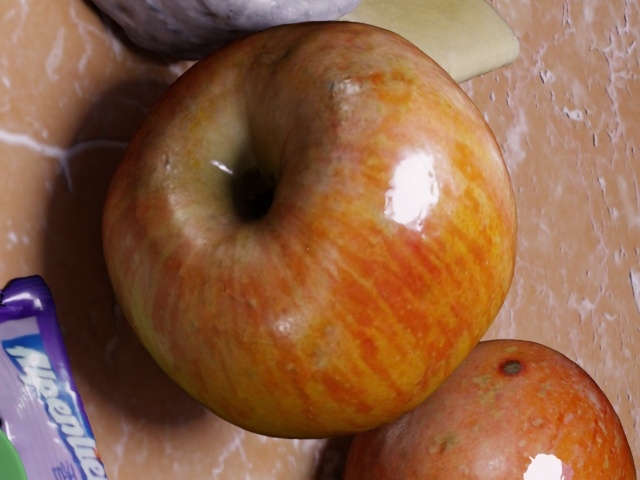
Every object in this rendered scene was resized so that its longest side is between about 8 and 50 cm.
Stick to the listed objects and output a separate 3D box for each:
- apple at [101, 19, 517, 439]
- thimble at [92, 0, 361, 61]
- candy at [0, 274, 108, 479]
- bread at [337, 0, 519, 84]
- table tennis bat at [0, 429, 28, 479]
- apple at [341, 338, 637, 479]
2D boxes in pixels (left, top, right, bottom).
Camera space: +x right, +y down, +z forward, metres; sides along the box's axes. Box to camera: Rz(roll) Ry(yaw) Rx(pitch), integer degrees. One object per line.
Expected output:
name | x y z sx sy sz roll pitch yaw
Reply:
apple | 0.000 0.000 1.220 0.301 0.301 0.302 10 77 -46
thimble | -0.086 -0.256 1.272 0.245 0.157 0.217 48 50 -32
candy | -0.198 0.141 1.127 0.145 0.070 0.275 -2 63 -50
bread | 0.072 -0.179 1.464 0.178 0.060 0.139 -22 64 -46
table tennis bat | -0.248 0.210 1.025 0.160 0.039 0.257 -8 63 -8
apple | 0.136 0.191 1.364 0.253 0.253 0.254 10 77 -46
